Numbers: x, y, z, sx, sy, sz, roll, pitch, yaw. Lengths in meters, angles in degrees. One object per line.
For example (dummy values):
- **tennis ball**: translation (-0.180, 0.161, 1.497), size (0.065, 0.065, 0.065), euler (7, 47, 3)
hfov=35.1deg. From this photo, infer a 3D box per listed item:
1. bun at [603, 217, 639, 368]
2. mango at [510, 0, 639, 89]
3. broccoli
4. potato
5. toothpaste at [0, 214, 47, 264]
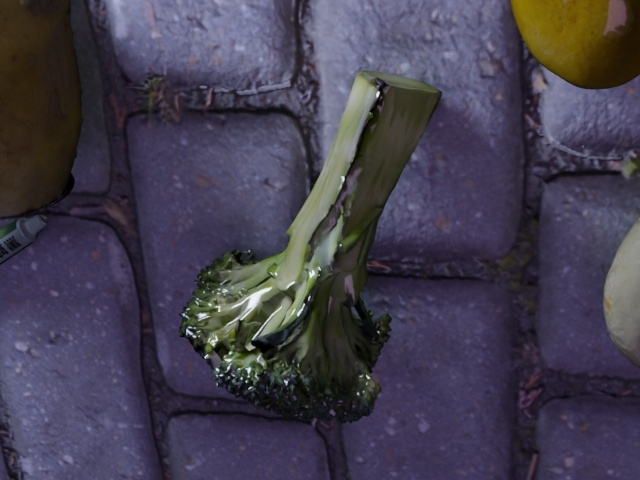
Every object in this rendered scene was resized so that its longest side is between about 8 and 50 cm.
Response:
- **bun**: translation (0.367, 0.026, 0.974), size (0.223, 0.127, 0.222), euler (-9, 125, -13)
- **mango**: translation (0.231, -0.228, 0.892), size (0.137, 0.098, 0.195), euler (-9, 102, 50)
- **broccoli**: translation (0.004, 0.000, 1.035), size (0.221, 0.252, 0.361), euler (23, 83, -1)
- **potato**: translation (-0.340, -0.188, 0.996), size (0.229, 0.229, 0.265), euler (17, 120, 6)
- **toothpaste**: translation (-0.396, 0.019, 1.202), size (0.204, 0.031, 0.049), euler (-28, 104, 26)
